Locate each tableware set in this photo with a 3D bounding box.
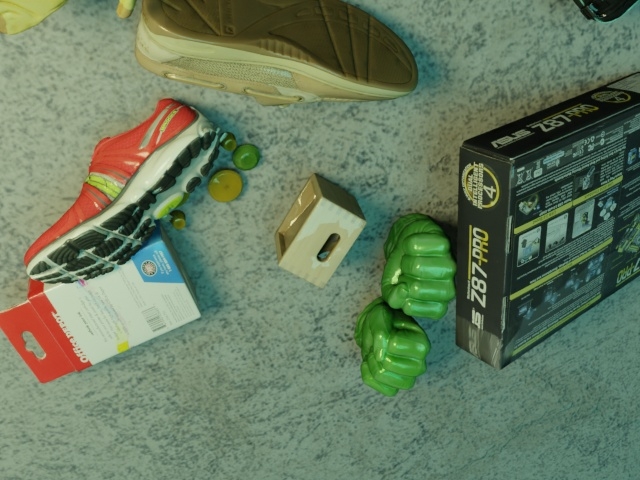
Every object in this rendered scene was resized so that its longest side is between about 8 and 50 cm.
[{"bbox_3d":[-0.155,-0.080,0.948,0.104,0.024,0.154,34,102,-33],"label":"tableware set"}]

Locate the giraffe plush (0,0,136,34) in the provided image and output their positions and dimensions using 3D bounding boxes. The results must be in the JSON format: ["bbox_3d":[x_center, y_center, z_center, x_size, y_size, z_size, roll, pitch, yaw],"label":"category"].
[{"bbox_3d":[-0.260,-0.322,0.677,0.210,0.171,0.181,-8,148,-20],"label":"giraffe plush"}]

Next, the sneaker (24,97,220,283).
[{"bbox_3d":[-0.249,-0.061,0.870,0.279,0.118,0.107,-43,158,-8],"label":"sneaker"}]

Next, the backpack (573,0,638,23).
[{"bbox_3d":[0.366,-0.388,0.871,0.165,0.145,0.188,34,126,-28],"label":"backpack"}]

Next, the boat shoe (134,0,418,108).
[{"bbox_3d":[-0.047,-0.224,0.863,0.340,0.122,0.110,9,151,-20],"label":"boat shoe"}]

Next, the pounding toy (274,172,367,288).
[{"bbox_3d":[0.000,0.000,0.990,0.100,0.130,0.141,28,106,-16],"label":"pounding toy"}]

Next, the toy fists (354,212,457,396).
[{"bbox_3d":[0.123,0.100,1.066,0.096,0.142,0.279,9,114,-22],"label":"toy fists"}]

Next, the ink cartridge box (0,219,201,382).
[{"bbox_3d":[-0.293,0.081,0.956,0.230,0.078,0.134,-23,122,-5],"label":"ink cartridge box"}]

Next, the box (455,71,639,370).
[{"bbox_3d":[0.360,-0.038,1.023,0.394,0.097,0.319,-25,123,-30],"label":"box"}]
